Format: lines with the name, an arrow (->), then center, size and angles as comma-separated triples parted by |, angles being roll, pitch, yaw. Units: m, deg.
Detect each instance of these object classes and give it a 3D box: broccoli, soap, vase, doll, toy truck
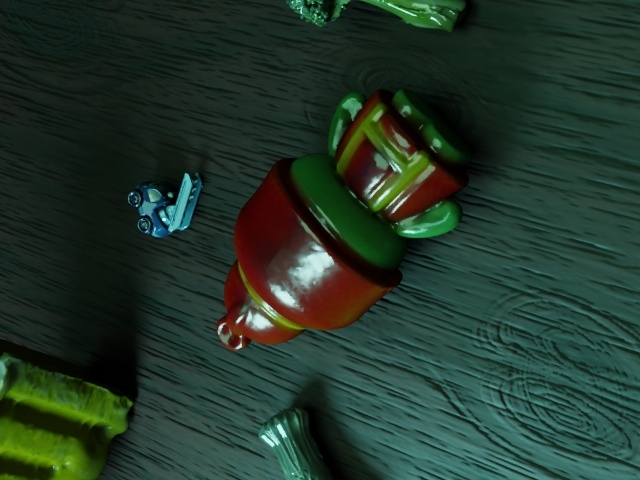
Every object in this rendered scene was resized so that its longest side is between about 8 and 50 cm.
broccoli -> 0.052, -0.261, 1.157 | 0.204, 0.122, 0.118 | 22, 85, 16
soap -> -0.392, 0.256, 1.363 | 0.143, 0.281, 0.259 | 29, 83, 26
vase -> -0.016, 0.266, 1.270 | 0.081, 0.081, 0.149 | -37, 70, 32
doll -> 0.001, 0.000, 1.179 | 0.182, 0.160, 0.363 | 49, 120, 13
toy truck -> -0.185, -0.048, 1.375 | 0.090, 0.056, 0.073 | -23, 85, 21
